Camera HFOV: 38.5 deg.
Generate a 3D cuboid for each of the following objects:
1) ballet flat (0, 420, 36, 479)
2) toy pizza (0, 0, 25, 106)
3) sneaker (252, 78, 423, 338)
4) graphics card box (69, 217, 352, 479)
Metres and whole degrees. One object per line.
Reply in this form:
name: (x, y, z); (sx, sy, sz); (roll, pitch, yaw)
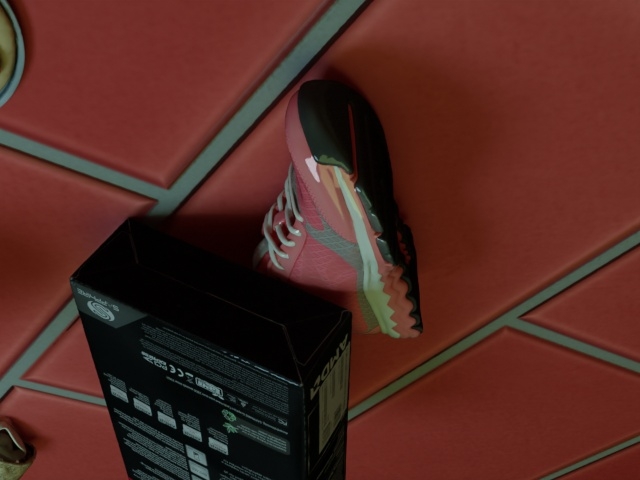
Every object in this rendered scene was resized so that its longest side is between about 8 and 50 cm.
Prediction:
ballet flat: (-0.421, 0.234, 1.110); (0.067, 0.073, 0.206); (-37, 143, 0)
toy pizza: (-0.302, -0.134, 0.610); (0.201, 0.032, 0.201); (-2, 145, -2)
sneaker: (0.000, 0.001, 0.753); (0.136, 0.116, 0.314); (-9, 145, 10)
graphics card box: (-0.092, 0.169, 0.876); (0.233, 0.094, 0.371); (22, 141, 20)
